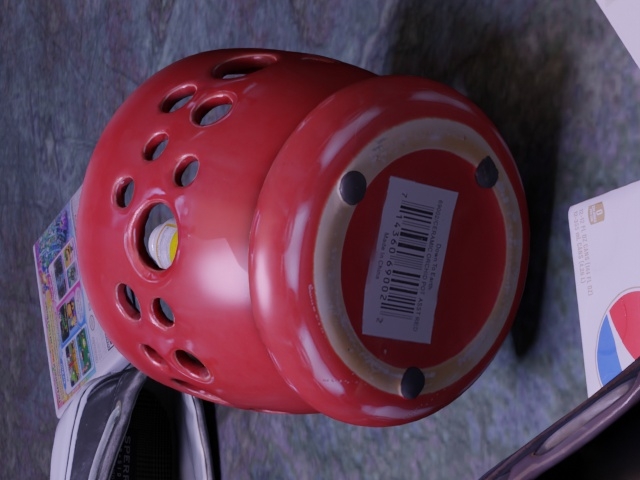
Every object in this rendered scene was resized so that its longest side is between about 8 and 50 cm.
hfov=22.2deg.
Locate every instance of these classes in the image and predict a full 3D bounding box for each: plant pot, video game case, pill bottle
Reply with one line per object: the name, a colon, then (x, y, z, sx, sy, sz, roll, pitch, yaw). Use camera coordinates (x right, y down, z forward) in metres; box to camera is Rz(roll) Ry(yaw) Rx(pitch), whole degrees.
plant pot: (0.000, 0.000, 0.825, 0.174, 0.191, 0.191, 11, 97, 50)
video game case: (-0.188, 0.044, 1.294, 0.143, 0.019, 0.157, -42, 53, 50)
pill bottle: (-0.085, 0.006, 1.098, 0.083, 0.043, 0.043, 11, 97, 60)

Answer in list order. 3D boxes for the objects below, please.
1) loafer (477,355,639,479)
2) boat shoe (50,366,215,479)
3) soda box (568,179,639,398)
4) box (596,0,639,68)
loafer: (0.095, 0.108, 0.577, 0.302, 0.095, 0.109, -48, 67, 11)
boat shoe: (-0.127, 0.237, 1.068, 0.119, 0.121, 0.335, -40, 51, 55)
soda box: (0.158, 0.082, 0.659, 0.074, 0.069, 0.216, -23, 67, 56)
box: (0.146, -0.137, 0.700, 0.063, 0.067, 0.324, -60, 41, 39)
